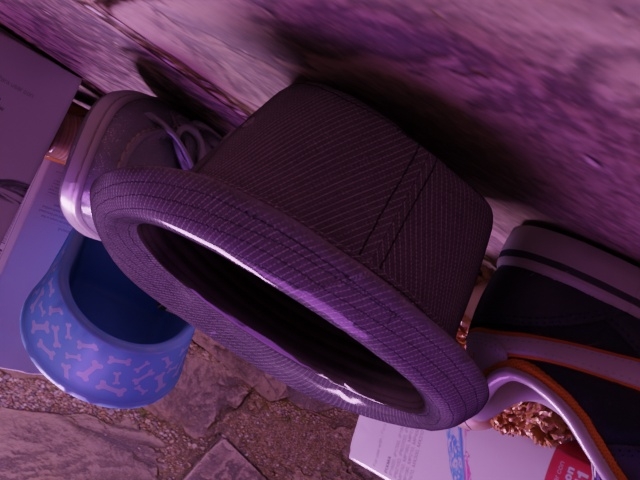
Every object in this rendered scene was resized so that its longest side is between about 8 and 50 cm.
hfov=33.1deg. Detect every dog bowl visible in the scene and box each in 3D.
[{"bbox_3d":[-0.183,0.027,1.066,0.165,0.297,0.074,27,129,-13],"label":"dog bowl"}]

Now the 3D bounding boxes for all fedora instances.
[{"bbox_3d":[0.000,0.000,0.608,0.243,0.124,0.275,34,165,-5],"label":"fedora"}]

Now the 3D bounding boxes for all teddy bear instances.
[{"bbox_3d":[0.123,0.092,0.911,0.245,0.113,0.338,29,173,11],"label":"teddy bear"}]

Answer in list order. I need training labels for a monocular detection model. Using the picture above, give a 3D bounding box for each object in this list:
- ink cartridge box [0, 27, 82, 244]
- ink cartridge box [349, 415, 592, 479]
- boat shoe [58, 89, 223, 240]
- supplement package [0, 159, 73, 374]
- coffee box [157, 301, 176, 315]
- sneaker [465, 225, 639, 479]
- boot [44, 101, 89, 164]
[{"bbox_3d":[-0.356,-0.053,0.961,0.121,0.289,0.211,29,173,-35],"label":"ink cartridge box"},{"bbox_3d":[0.218,0.225,1.130,0.306,0.131,0.226,25,-165,40],"label":"ink cartridge box"},{"bbox_3d":[-0.098,-0.034,0.855,0.103,0.118,0.320,17,174,17],"label":"boat shoe"},{"bbox_3d":[-0.342,-0.004,1.236,0.198,0.263,0.199,23,180,32],"label":"supplement package"},{"bbox_3d":[-0.076,0.042,1.052,0.184,0.113,0.040,24,135,-38],"label":"coffee box"},{"bbox_3d":[0.229,0.109,0.594,0.321,0.128,0.126,23,170,23],"label":"sneaker"},{"bbox_3d":[-0.214,-0.090,1.054,0.152,0.073,0.197,20,-171,-33],"label":"boot"}]
